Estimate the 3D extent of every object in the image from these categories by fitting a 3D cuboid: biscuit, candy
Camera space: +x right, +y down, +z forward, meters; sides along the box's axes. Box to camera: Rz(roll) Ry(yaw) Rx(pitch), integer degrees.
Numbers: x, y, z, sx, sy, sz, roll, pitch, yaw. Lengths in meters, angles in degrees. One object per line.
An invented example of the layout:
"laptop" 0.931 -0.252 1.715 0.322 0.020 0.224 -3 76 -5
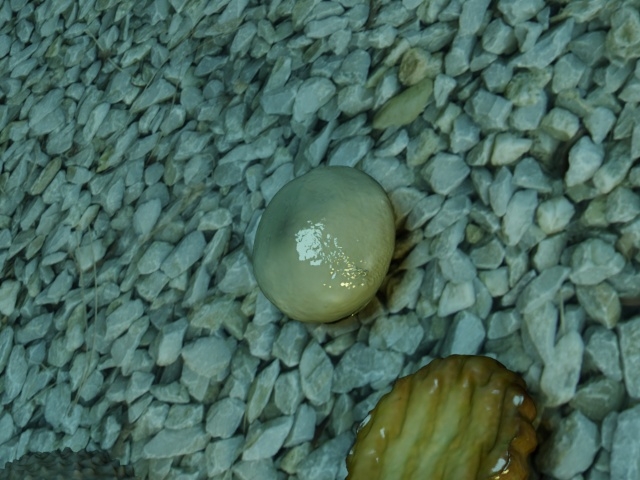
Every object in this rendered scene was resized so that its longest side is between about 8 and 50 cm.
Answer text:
"biscuit" 0.176 0.312 1.993 0.326 0.107 0.325 -30 34 23
"candy" 0.000 0.000 2.307 0.295 0.185 0.295 -23 55 36

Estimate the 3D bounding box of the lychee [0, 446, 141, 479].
"lychee" -0.423 0.526 2.240 0.380 0.380 0.432 -35 28 20
